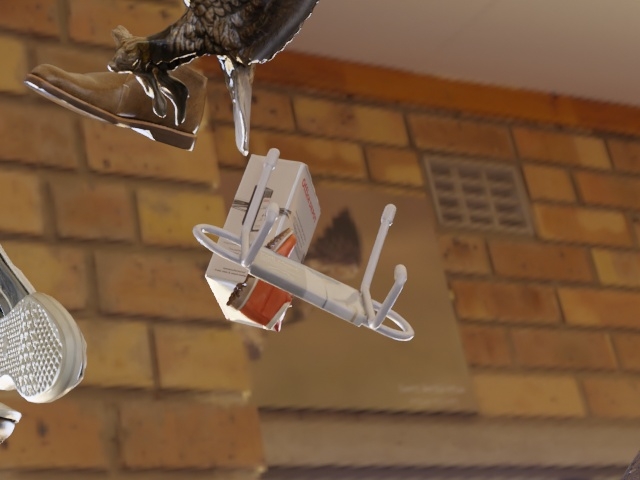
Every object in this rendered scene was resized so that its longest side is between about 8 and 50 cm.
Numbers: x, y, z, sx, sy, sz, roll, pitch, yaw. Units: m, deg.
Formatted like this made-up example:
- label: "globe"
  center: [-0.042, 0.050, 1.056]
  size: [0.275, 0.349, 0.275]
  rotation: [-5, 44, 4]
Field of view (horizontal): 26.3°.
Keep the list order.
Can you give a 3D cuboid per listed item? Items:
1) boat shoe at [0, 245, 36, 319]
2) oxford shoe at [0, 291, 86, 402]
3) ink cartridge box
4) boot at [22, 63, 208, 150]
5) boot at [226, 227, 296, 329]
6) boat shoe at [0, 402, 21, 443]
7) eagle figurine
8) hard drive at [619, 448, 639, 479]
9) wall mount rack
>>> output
- label: "boat shoe"
  center: [-0.624, 0.040, 2.403]
  size: [0.116, 0.319, 0.099]
  rotation: [-36, 9, 33]
- label: "oxford shoe"
  center: [-0.424, 0.174, 2.154]
  size: [0.130, 0.169, 0.449]
  rotation: [7, -9, -22]
- label: "ink cartridge box"
  center: [-0.103, 0.003, 2.585]
  size: [0.114, 0.272, 0.197]
  rotation: [12, -26, 16]
- label: "boot"
  center: [-0.274, -0.212, 1.872]
  size: [0.305, 0.112, 0.115]
  rotation: [12, -77, -52]
- label: "boot"
  center: [-0.068, 0.058, 2.053]
  size: [0.085, 0.158, 0.059]
  rotation: [36, -21, -13]
- label: "boat shoe"
  center: [-0.448, 0.237, 1.697]
  size: [0.109, 0.091, 0.305]
  rotation: [27, -18, -16]
- label: "eagle figurine"
  center: [-0.072, -0.252, 1.268]
  size: [0.298, 0.226, 0.225]
  rotation: [-39, -30, 6]
- label: "hard drive"
  center: [0.474, 0.380, 2.024]
  size: [0.054, 0.172, 0.254]
  rotation: [27, -66, 5]
- label: "wall mount rack"
  center: [0.000, 0.000, 1.967]
  size: [0.350, 0.304, 0.130]
  rotation: [26, -76, -10]
